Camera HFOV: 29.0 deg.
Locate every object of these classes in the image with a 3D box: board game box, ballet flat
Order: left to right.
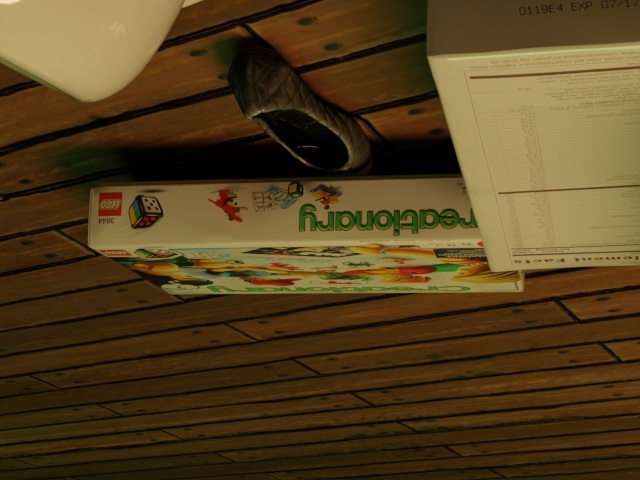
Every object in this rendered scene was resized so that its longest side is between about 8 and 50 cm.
[{"bbox_3d":[-0.014,-0.072,0.831,0.057,0.049,0.173,-11,156,25],"label":"ballet flat"},{"bbox_3d":[0.000,0.000,0.951,0.305,0.053,0.193,-1,167,12],"label":"board game box"}]

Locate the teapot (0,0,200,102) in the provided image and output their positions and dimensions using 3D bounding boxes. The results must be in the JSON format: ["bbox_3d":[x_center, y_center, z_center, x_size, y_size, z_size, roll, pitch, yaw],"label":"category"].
[{"bbox_3d":[-0.135,-0.179,0.469,0.252,0.187,0.256,28,179,-7],"label":"teapot"}]

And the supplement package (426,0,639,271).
[{"bbox_3d":[0.142,-0.091,0.659,0.139,0.133,0.244,-2,155,13],"label":"supplement package"}]
